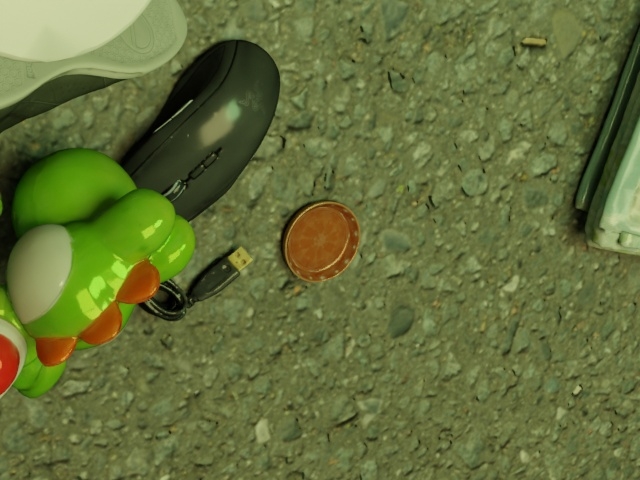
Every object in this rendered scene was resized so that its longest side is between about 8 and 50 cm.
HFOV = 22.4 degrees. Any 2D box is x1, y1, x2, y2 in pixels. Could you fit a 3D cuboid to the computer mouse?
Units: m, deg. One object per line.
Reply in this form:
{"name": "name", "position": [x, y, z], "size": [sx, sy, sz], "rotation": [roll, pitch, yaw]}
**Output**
{"name": "computer mouse", "position": [-0.102, -0.043, 1.483], "size": [0.262, 0.060, 0.184], "rotation": [-47, 123, -5]}

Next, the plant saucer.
{"name": "plant saucer", "position": [0.000, 0.000, 1.585], "size": [0.083, 0.013, 0.083], "rotation": [-11, 115, -25]}

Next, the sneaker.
{"name": "sneaker", "position": [-0.245, -0.147, 1.350], "size": [0.296, 0.147, 0.104], "rotation": [-29, 92, -49]}

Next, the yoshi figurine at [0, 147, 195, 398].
{"name": "yoshi figurine", "position": [-0.277, 0.046, 1.367], "size": [0.362, 0.203, 0.203], "rotation": [-29, 82, 6]}

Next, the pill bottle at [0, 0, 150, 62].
{"name": "pill bottle", "position": [-0.251, -0.248, 1.136], "size": [0.210, 0.363, 0.210], "rotation": [-11, 114, -25]}

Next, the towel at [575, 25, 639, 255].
{"name": "towel", "position": [0.471, -0.132, 1.711], "size": [0.321, 0.090, 0.374], "rotation": [15, 105, -16]}
